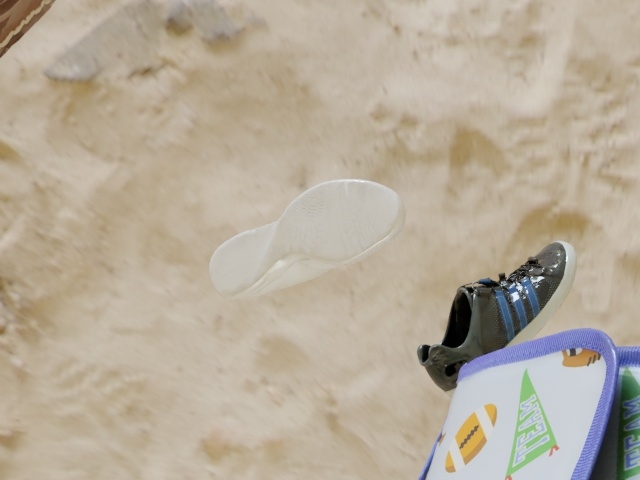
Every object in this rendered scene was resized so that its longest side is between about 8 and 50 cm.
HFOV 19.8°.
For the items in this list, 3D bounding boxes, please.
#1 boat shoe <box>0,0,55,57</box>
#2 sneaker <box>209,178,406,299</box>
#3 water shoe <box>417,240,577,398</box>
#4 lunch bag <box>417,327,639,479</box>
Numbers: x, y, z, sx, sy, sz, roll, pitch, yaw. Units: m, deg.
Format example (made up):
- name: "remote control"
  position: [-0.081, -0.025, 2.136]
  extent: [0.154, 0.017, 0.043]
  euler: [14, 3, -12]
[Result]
- name: "boat shoe"
  position: [-0.202, -0.020, 0.563]
  extent: [0.123, 0.116, 0.324]
  euler: [29, 51, 30]
- name: "sneaker"
  position: [0.000, 0.000, 1.749]
  extent: [0.212, 0.094, 0.080]
  euler: [-21, 74, 29]
- name: "water shoe"
  position: [0.177, 0.064, 1.808]
  extent: [0.080, 0.073, 0.203]
  euler: [45, 69, -16]
- name: "lunch bag"
  position: [0.206, 0.238, 1.100]
  extent: [0.385, 0.239, 0.328]
  euler: [6, 62, 33]
